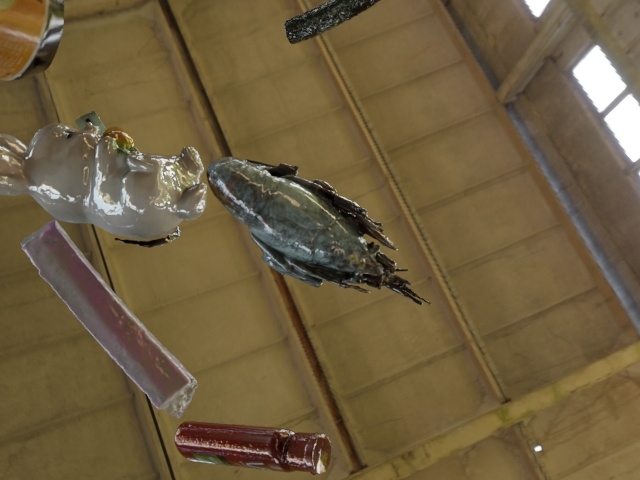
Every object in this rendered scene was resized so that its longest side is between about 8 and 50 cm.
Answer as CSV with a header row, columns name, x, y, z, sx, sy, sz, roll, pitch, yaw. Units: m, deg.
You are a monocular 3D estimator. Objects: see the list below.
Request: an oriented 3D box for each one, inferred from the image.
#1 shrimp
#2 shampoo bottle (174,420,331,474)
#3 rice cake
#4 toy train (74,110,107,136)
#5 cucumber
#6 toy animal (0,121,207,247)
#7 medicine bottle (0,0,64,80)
name,x,y,z,sx,sy,sz,roll,pitch,yaw
shrimp,0.000,0.000,0.557,0.233,0.079,0.090,33,-83,-7
shampoo bottle,-0.130,0.397,1.220,0.314,0.118,0.076,-5,-130,30
rice cake,-0.319,0.116,0.952,0.072,0.056,0.365,-42,-97,-8
toy train,-0.437,-0.201,1.259,0.043,0.207,0.047,-34,-92,-11
cucumber,0.051,-0.552,1.510,0.293,0.067,0.068,-20,-113,18
toy animal,-0.331,-0.088,0.912,0.325,0.208,0.154,2,-72,-15
medicine bottle,-0.628,-0.396,0.991,0.395,0.242,0.243,-4,-119,-53
